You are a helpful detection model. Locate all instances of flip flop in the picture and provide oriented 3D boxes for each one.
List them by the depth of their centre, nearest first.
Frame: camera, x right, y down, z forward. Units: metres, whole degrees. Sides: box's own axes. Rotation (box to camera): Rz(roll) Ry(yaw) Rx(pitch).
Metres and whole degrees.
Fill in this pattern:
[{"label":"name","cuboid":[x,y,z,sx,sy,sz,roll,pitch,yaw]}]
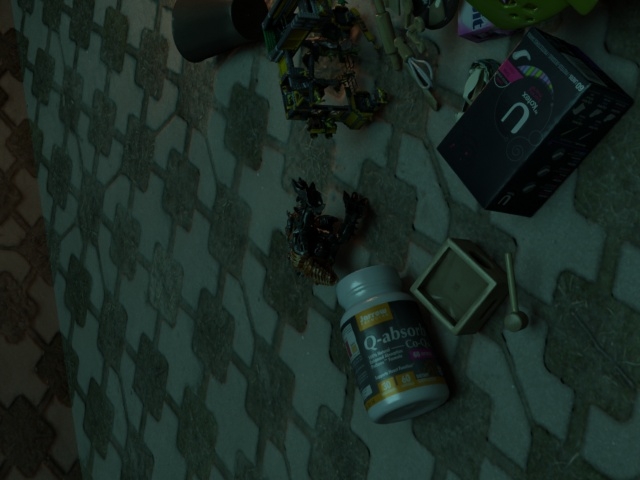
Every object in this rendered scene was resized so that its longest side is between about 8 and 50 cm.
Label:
[{"label":"flip flop","cuboid":[0.212,-0.536,1.565,0.112,0.080,0.277,-23,73,35]}]

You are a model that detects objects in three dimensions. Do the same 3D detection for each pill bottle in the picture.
[{"label":"pill bottle","cuboid":[0.130,0.198,1.577,0.162,0.162,0.278,-39,59,38]}]

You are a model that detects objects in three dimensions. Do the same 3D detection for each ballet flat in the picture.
[{"label":"ballet flat","cuboid":[0.284,-0.249,1.529,0.070,0.070,0.188,20,101,47]}]

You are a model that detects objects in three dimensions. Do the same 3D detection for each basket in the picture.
[{"label":"basket","cuboid":[-0.253,-0.568,2.098,0.226,0.154,0.204,6,88,44]}]

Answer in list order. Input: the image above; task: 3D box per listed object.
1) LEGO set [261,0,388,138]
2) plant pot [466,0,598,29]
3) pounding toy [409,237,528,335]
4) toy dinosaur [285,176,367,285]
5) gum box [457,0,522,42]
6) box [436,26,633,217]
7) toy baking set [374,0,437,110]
[{"label":"LEGO set","cuboid":[0.023,-0.398,1.695,0.192,0.254,0.331,138,132,-56]},{"label":"plant pot","cuboid":[0.332,-0.473,1.245,0.207,0.228,0.227,18,82,52]},{"label":"pounding toy","cuboid":[0.299,0.088,1.462,0.206,0.094,0.181,47,115,29]},{"label":"toy dinosaur","cuboid":[0.000,0.000,1.749,0.322,0.164,0.218,45,122,43]},{"label":"gum box","cuboid":[0.315,-0.466,1.519,0.107,0.062,0.188,-5,82,48]},{"label":"box","cuboid":[0.355,-0.193,1.385,0.270,0.143,0.165,-54,49,30]},{"label":"toy baking set","cuboid":[0.166,-0.383,1.617,0.197,0.030,0.256,-127,17,-59]}]
